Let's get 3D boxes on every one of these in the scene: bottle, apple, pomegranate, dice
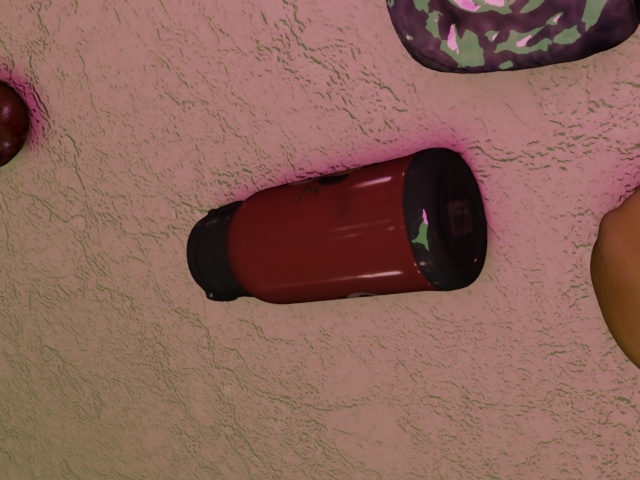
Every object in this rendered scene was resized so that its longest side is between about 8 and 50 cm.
[{"bbox_3d":[0.000,0.000,0.897,0.336,0.144,0.144,-10,112,32],"label":"bottle"},{"bbox_3d":[0.333,0.034,0.717,0.200,0.200,0.200,13,123,21],"label":"apple"},{"bbox_3d":[-0.440,-0.149,1.056,0.130,0.130,0.130,13,123,21],"label":"pomegranate"},{"bbox_3d":[0.155,-0.240,0.651,0.182,0.183,0.181,1,116,27],"label":"dice"}]
